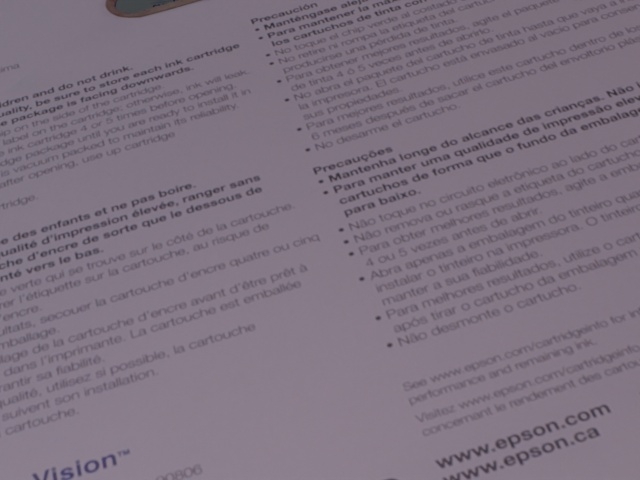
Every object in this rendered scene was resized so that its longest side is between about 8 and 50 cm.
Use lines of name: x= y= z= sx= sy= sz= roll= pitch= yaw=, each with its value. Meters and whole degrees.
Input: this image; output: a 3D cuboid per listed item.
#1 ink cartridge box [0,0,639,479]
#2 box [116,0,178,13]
ink cartridge box: x=0.000 y=0.000 z=0.409 sx=0.324 sy=0.071 sz=0.330 roll=-17 pitch=46 yaw=-5
box: x=-0.090 y=-0.181 z=0.730 sx=0.126 sy=0.072 sz=0.137 roll=-2 pitch=42 yaw=24
